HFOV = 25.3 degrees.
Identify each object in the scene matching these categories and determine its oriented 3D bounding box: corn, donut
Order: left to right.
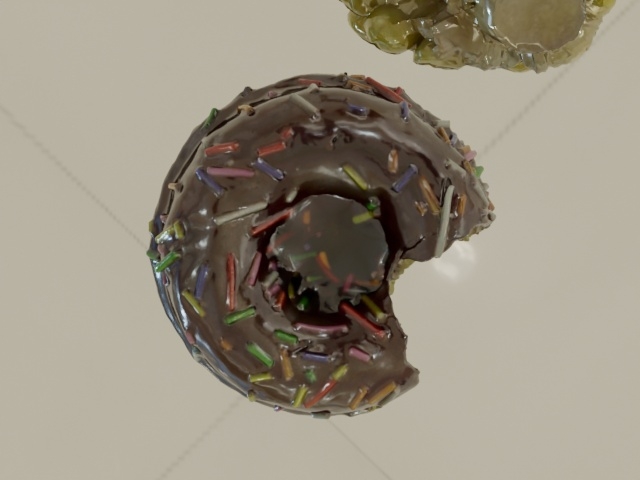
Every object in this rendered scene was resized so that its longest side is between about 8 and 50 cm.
[{"bbox_3d":[-0.001,0.001,0.920,0.216,0.096,0.230,39,94,-7],"label":"donut"},{"bbox_3d":[0.020,-0.156,0.507,0.097,0.320,0.097,-8,128,-10],"label":"corn"}]
